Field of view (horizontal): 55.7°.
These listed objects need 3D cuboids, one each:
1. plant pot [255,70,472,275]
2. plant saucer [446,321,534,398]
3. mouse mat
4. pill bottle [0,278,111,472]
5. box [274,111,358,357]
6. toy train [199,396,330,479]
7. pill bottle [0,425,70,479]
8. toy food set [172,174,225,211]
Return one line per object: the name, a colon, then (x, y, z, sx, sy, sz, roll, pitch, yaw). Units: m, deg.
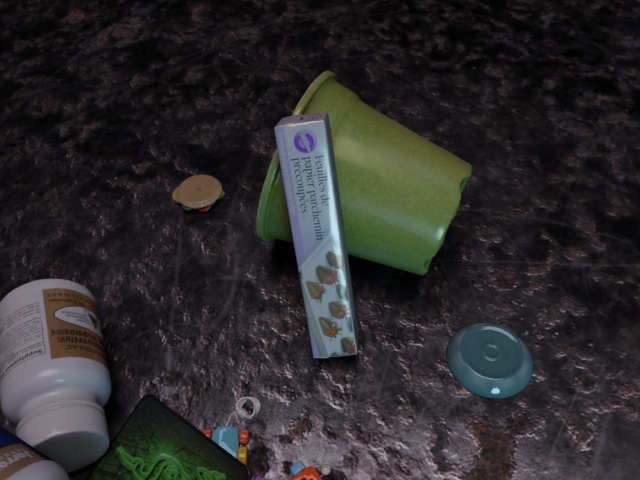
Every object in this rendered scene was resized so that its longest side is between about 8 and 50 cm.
plant pot: (0.077, -0.077, 0.915, 0.253, 0.276, 0.276, 24, 54, 7)
plant saucer: (0.235, 0.158, 0.836, 0.119, 0.021, 0.119, -2, 50, 2)
mouse mat: (-0.190, 0.291, 0.722, 0.189, 0.007, 0.153, 26, 75, 26)
pill bottle: (-0.344, 0.173, 0.787, 0.131, 0.131, 0.229, -19, 51, -12)
box: (0.000, 0.000, 0.795, 0.063, 0.324, 0.067, -6, 22, 6)
toy train: (-0.072, 0.280, 0.739, 0.125, 0.046, 0.166, -33, 59, -24)
pill bottle: (-0.355, 0.269, 0.613, 0.264, 0.153, 0.153, 24, 55, 15)
toy food set: (-0.214, -0.084, 1.069, 0.082, 0.020, 0.083, 36, 60, 29)
